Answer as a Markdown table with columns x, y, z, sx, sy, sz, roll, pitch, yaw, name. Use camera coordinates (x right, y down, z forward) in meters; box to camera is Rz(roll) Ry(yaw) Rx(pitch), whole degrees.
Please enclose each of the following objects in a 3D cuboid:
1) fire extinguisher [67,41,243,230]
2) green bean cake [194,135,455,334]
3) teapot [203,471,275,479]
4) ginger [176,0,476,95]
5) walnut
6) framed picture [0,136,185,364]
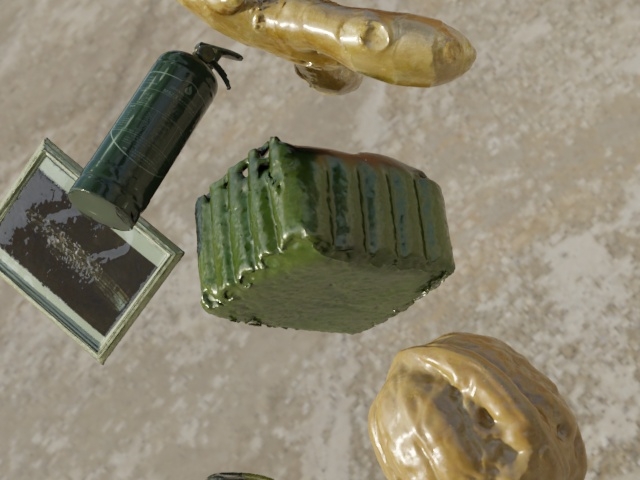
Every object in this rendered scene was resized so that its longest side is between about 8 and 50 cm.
| x | y | z | sx | sy | sz | roll | pitch | yaw | name |
| --- | --- | --- | --- | --- | --- | --- | --- | --- | --- |
| -0.212 | -0.157 | 1.474 | 0.095 | 0.114 | 0.311 | -15 | 43 | 58 | fire extinguisher |
| 0.000 | 0.000 | 1.693 | 0.335 | 0.319 | 0.218 | -31 | 55 | 45 | green bean cake |
| -0.061 | 0.260 | 0.831 | 0.119 | 0.165 | 0.130 | -27 | -17 | -13 | teapot |
| -0.020 | -0.274 | 1.418 | 0.363 | 0.348 | 0.122 | 28 | 98 | 63 | ginger |
| 0.175 | 0.227 | 1.276 | 0.224 | 0.257 | 0.257 | -36 | 21 | -35 | walnut |
| -0.386 | 0.017 | 1.710 | 0.231 | 0.293 | 0.018 | -53 | -8 | 11 | framed picture |
